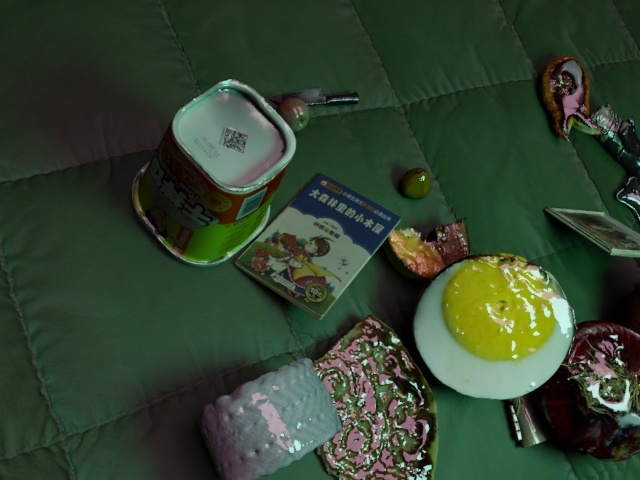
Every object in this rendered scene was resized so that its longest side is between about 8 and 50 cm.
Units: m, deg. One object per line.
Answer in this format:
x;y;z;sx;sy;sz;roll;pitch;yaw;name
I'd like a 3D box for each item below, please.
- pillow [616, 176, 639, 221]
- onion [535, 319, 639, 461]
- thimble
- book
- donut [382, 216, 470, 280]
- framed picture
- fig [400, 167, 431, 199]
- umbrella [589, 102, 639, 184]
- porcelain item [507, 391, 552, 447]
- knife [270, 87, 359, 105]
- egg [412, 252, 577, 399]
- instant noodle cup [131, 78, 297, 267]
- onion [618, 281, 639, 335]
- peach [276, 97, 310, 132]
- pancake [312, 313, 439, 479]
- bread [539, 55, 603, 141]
0.901;-0.108;1.950;0.136;0.055;0.091;47;45;-1;pillow
0.623;0.331;1.535;0.313;0.232;0.314;1;78;-5;onion
-0.092;0.327;1.253;0.245;0.217;0.157;-19;78;-34;thimble
0.000;0.000;1.499;0.228;0.018;0.322;30;58;16;book
0.242;0.030;1.595;0.217;0.085;0.141;-3;70;-23;donut
0.732;-0.023;1.761;0.217;0.017;0.274;3;24;-24;framed picture
0.232;-0.141;1.662;0.073;0.088;0.074;5;53;-7;fig
0.910;-0.245;1.981;0.358;0.106;0.113;48;56;2;umbrella
0.453;0.354;1.567;0.084;0.054;0.213;-8;71;-27;porcelain item
-0.014;-0.349;1.685;0.230;0.028;0.060;-10;61;-23;knife
0.367;0.180;1.515;0.336;0.201;0.338;0;88;6;egg
-0.200;-0.132;1.347;0.293;0.308;0.294;9;65;-20;instant noodle cup
0.898;0.177;1.674;0.353;0.353;0.354;9;66;-19;onion
-0.066;-0.292;1.602;0.083;0.083;0.083;9;66;-19;peach
0.106;0.383;1.415;0.304;0.067;0.427;-20;78;-21;pancake
0.702;-0.402;1.968;0.139;0.095;0.269;-9;76;3;bread
